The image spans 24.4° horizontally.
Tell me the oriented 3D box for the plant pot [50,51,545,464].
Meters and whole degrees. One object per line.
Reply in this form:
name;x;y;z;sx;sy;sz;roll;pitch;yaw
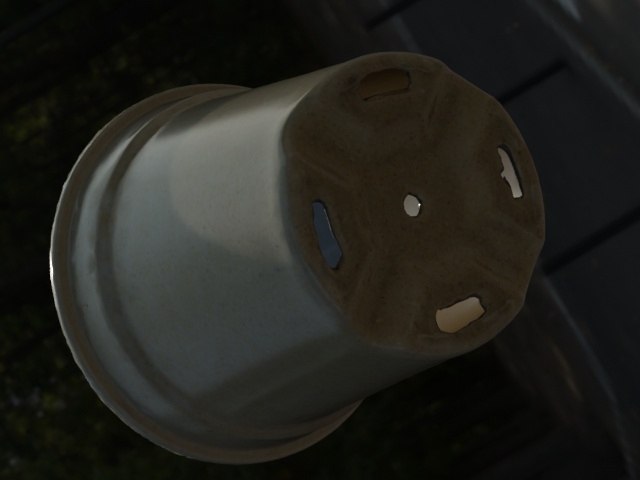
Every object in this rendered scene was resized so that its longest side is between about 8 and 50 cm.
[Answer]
plant pot;0.000;0.000;1.157;0.334;0.334;0.305;59;148;-8
